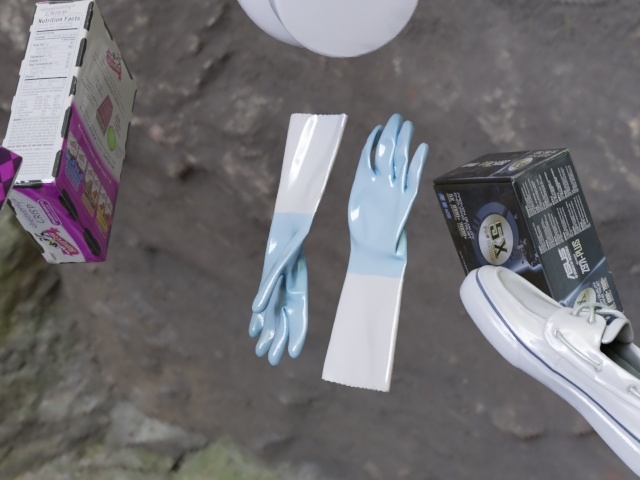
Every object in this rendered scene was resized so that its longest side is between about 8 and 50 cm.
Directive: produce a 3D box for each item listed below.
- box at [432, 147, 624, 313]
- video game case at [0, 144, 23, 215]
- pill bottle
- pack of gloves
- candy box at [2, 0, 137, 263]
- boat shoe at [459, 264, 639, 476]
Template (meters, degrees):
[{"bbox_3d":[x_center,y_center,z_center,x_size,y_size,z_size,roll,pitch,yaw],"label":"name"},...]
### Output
[{"bbox_3d":[0.208,0.005,1.352,0.147,0.077,0.180,4,117,63],"label":"box"},{"bbox_3d":[-0.317,0.048,0.966,0.042,0.232,0.210,32,154,-32],"label":"video game case"},{"bbox_3d":[-0.010,-0.245,1.075,0.152,0.152,0.272,54,-175,-32],"label":"pill bottle"},{"bbox_3d":[0.000,0.000,1.132,0.046,0.232,0.195,13,175,-37],"label":"pack of gloves"},{"bbox_3d":[-0.264,-0.114,1.408,0.071,0.233,0.159,-1,149,12],"label":"candy box"},{"bbox_3d":[0.209,0.083,1.014,0.226,0.083,0.076,42,120,18],"label":"boat shoe"}]
